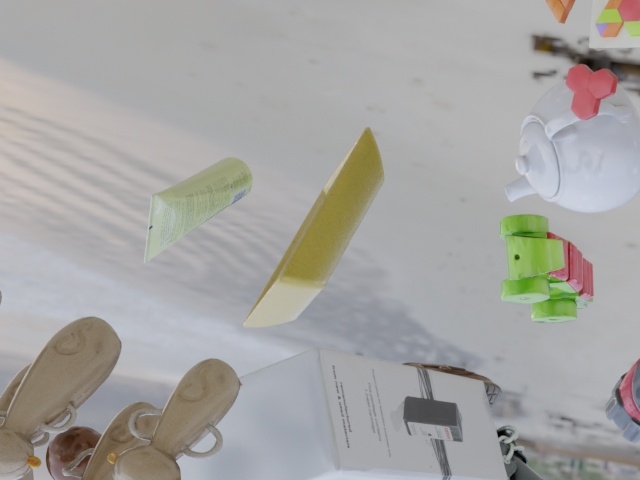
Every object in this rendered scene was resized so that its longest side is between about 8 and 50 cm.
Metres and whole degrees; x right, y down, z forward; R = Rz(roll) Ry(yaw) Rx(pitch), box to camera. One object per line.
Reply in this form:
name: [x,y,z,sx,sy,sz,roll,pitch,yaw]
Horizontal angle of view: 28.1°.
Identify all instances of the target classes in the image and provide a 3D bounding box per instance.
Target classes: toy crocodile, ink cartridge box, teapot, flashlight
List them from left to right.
ink cartridge box: [0.017,0.195,1.195,0.197,0.114,0.273,-24,154,32]
toy crocodile: [0.320,0.041,1.755,0.105,0.115,0.340,-5,164,25]
teapot: [0.417,-0.153,2.150,0.187,0.256,0.252,-15,-151,-13]
flashlight: [0.475,0.153,1.671,0.103,0.103,0.304,32,141,9]

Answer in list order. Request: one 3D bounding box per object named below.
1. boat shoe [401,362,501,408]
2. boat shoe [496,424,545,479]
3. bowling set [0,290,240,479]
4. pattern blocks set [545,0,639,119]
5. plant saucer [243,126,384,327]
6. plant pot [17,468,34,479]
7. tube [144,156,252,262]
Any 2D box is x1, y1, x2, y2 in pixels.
boat shoe: [0.147,0.167,1.462,0.178,0.064,0.060,17,-155,-53]
boat shoe: [0.183,0.252,1.474,0.319,0.099,0.116,22,180,21]
bowling set: [-0.204,0.164,0.982,0.287,0.154,0.200,17,135,19]
pattern blocks set: [0.437,-0.352,1.784,0.285,0.325,0.026,-15,168,43]
plant saucer: [0.000,0.000,2.265,0.081,0.333,0.333,31,158,-3]
plant pot: [-0.478,0.259,1.322,0.256,0.256,0.274,7,168,21]
tube: [-0.167,-0.052,1.682,0.062,0.070,0.240,-26,-173,29]
